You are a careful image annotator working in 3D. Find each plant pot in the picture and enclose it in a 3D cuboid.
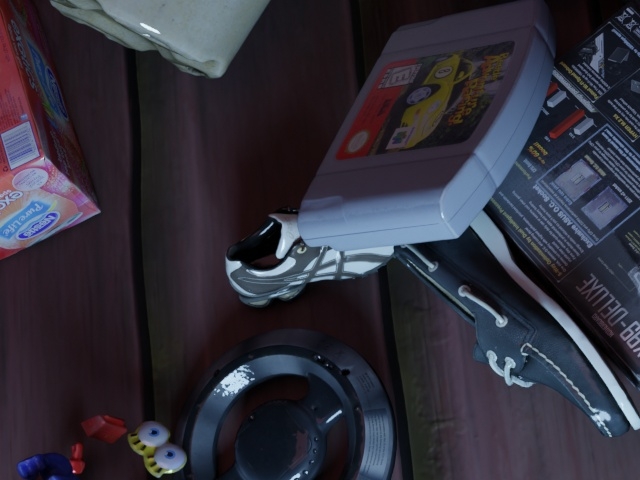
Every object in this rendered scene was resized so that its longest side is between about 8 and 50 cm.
[{"bbox_3d":[-0.140,-0.347,1.707,0.334,0.334,0.305,25,88,26],"label":"plant pot"}]

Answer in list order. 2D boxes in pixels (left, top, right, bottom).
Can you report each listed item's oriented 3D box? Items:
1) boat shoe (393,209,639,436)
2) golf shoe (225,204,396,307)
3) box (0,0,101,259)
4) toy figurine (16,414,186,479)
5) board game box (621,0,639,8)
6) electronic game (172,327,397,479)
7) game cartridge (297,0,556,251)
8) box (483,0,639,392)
[{"bbox_3d":[0.176,0.080,1.510,0.091,0.114,0.302,-37,49,-1],"label":"boat shoe"},{"bbox_3d":[0.000,0.000,1.609,0.198,0.094,0.077,-27,60,3],"label":"golf shoe"},{"bbox_3d":[-0.362,-0.144,1.763,0.154,0.142,0.300,-26,61,6],"label":"box"},{"bbox_3d":[-0.202,0.310,1.448,0.191,0.217,0.362,-37,61,13],"label":"toy figurine"},{"bbox_3d":[0.332,-0.318,1.659,0.194,0.060,0.194,38,83,27],"label":"board game box"},{"bbox_3d":[-0.037,0.194,1.558,0.229,0.048,0.229,-9,69,23],"label":"electronic game"},{"bbox_3d":[0.112,-0.115,1.568,0.196,0.060,0.294,-4,45,36],"label":"game cartridge"},{"bbox_3d":[0.297,-0.040,1.537,0.242,0.076,0.307,-39,61,-1],"label":"box"}]
